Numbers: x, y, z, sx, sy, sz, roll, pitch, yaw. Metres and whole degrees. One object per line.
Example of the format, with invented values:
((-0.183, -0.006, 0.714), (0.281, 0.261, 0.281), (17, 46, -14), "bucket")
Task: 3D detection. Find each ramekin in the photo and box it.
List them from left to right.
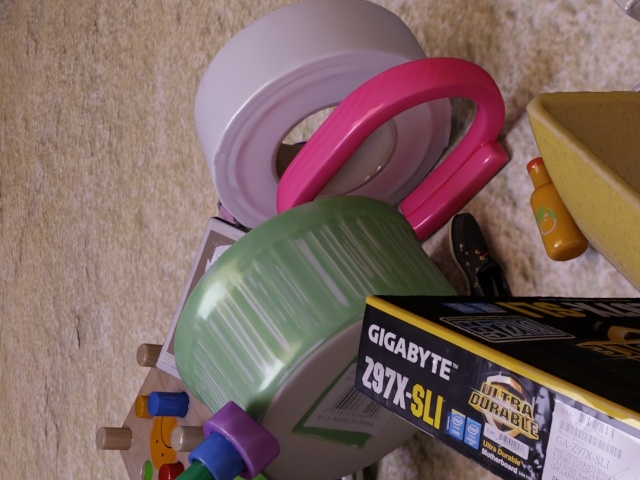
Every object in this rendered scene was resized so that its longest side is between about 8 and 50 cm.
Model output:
((0.014, 0.116, 0.928), (0.148, 0.303, 0.303), (51, 123, 39), "ramekin")

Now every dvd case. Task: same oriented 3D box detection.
((-0.119, 0.108, 1.247), (0.179, 0.029, 0.238), (24, 99, 19), "dvd case")

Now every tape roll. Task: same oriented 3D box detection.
((0.004, -0.132, 1.008), (0.286, 0.286, 0.100), (-53, 43, 33), "tape roll")

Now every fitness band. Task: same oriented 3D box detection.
((0.077, -0.079, 0.953), (0.291, 0.209, 0.054), (-48, 45, 36), "fitness band")

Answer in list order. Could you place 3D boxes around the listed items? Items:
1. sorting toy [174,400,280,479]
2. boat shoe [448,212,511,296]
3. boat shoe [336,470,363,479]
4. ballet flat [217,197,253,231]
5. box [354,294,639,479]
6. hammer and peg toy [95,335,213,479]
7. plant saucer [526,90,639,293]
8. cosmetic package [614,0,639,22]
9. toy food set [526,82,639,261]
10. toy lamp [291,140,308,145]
((-0.088, 0.314, 0.855), (0.127, 0.126, 0.365), (28, 142, 33), "sorting toy")
((0.172, 0.029, 0.934), (0.042, 0.049, 0.133), (-34, 62, 50), "boat shoe")
((-0.086, 0.418, 1.115), (0.187, 0.156, 0.500), (42, 115, 52), "boat shoe")
((-0.103, 0.011, 1.313), (0.079, 0.077, 0.221), (-27, 58, 27), "ballet flat")
((0.224, 0.104, 0.606), (0.257, 0.322, 0.079), (18, 103, 56), "box")
((-0.205, 0.334, 1.325), (0.266, 0.127, 0.361), (-62, 39, 22), "hammer and peg toy")
((0.323, 0.026, 0.506), (0.332, 0.333, 0.081), (58, 144, 43), "plant saucer")
((0.278, -0.312, 0.780), (0.129, 0.153, 0.296), (-52, 46, 32), "cosmetic package")
((0.261, -0.083, 0.768), (0.232, 0.111, 0.104), (97, 163, -61), "toy food set")
((0.000, 0.000, 1.159), (0.080, 0.080, 0.274), (-43, 48, 41), "toy lamp")
